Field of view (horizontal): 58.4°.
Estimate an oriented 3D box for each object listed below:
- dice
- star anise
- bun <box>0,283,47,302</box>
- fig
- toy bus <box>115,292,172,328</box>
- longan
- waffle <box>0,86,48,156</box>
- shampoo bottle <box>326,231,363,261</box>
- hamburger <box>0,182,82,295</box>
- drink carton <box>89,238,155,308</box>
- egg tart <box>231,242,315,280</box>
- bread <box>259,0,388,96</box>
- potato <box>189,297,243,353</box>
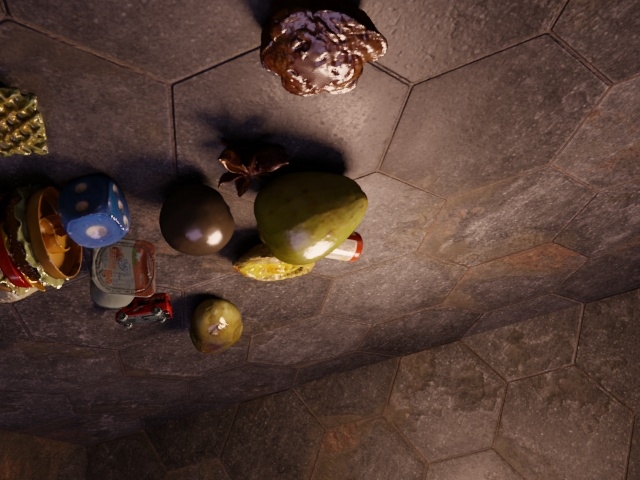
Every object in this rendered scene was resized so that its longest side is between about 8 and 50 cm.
[{"bbox_3d":[-0.590,-0.076,1.496,0.143,0.146,0.146,-14,149,0],"label":"dice"},{"bbox_3d":[-0.174,-0.196,1.476,0.196,0.111,0.212,-9,157,6],"label":"star anise"},{"bbox_3d":[-0.858,0.073,1.630,0.220,0.220,0.134,-15,120,6],"label":"bun"},{"bbox_3d":[-0.020,-0.073,1.599,0.326,0.258,0.258,-17,151,-14],"label":"fig"},{"bbox_3d":[-0.643,0.254,2.079,0.195,0.089,0.081,-10,149,-4],"label":"toy bus"},{"bbox_3d":[-0.341,-0.052,1.577,0.196,0.196,0.220,-16,151,8],"label":"longan"},{"bbox_3d":[-0.707,-0.261,1.238,0.204,0.054,0.223,1,147,-16],"label":"waffle"},{"bbox_3d":[0.000,0.000,1.862,0.278,0.104,0.104,11,143,-32],"label":"shampoo bottle"},{"bbox_3d":[-0.755,0.003,1.450,0.212,0.274,0.274,-13,149,-1],"label":"hamburger"},{"bbox_3d":[-0.632,0.109,1.782,0.191,0.185,0.189,6,156,-30],"label":"drink carton"},{"bbox_3d":[-0.158,0.066,1.916,0.279,0.095,0.279,-2,163,-1],"label":"egg tart"},{"bbox_3d":[-0.011,-0.397,1.168,0.246,0.135,0.232,11,143,-33],"label":"bread"},{"bbox_3d":[-0.403,0.328,2.205,0.210,0.173,0.307,-3,151,-10],"label":"potato"}]
